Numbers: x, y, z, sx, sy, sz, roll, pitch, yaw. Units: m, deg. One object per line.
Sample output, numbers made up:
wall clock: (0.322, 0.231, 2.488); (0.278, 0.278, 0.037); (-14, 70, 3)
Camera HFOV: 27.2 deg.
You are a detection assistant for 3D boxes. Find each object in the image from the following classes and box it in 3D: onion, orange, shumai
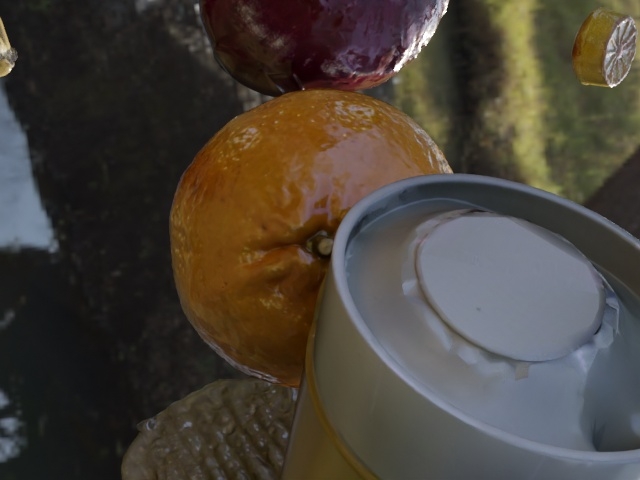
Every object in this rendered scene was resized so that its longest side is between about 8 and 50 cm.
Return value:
onion: (0.009, -0.234, 1.290); (0.206, 0.207, 0.216); (-59, -166, -25)
orange: (0.000, 0.001, 0.770); (0.155, 0.177, 0.177); (-99, 177, -61)
shumai: (-0.036, 0.319, 1.378); (0.267, 0.314, 0.262); (-40, 132, -27)

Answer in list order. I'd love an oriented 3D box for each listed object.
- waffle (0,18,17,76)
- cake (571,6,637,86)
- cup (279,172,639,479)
waffle: (-0.451, -0.352, 1.381); (0.261, 0.114, 0.376); (48, 17, -59)
cake: (0.300, -0.203, 1.402); (0.084, 0.044, 0.084); (-27, 128, -42)
cup: (0.088, 0.092, 0.671); (0.241, 0.185, 0.226); (-24, 144, -43)
